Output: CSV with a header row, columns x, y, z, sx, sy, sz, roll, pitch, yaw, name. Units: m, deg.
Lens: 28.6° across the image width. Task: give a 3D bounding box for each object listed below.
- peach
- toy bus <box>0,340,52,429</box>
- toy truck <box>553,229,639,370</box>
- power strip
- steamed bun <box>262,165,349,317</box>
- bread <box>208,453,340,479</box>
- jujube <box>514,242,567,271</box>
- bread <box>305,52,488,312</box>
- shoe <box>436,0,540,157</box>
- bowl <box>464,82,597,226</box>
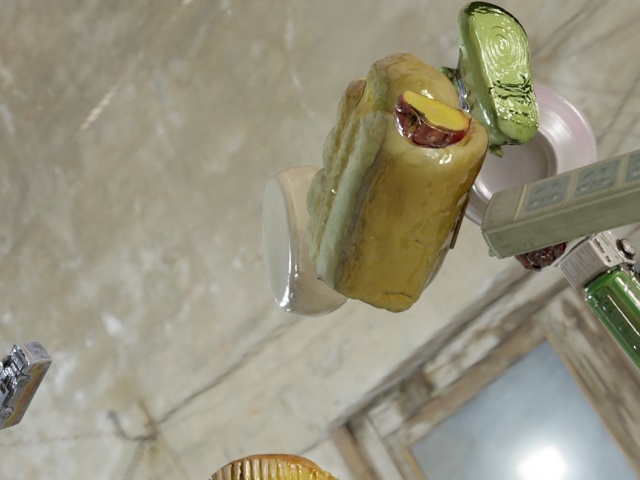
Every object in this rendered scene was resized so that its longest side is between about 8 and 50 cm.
x,y,z,sx,sy,sz,roll,pitch,yaw,name
0.115,-0.124,1.331,0.083,0.077,0.050,-15,-40,-48,peach
-0.555,0.266,2.302,0.075,0.064,0.190,-6,-43,-49,toy bus
0.487,0.099,2.020,0.101,0.242,0.125,-44,-15,34,toy truck
0.294,-0.045,1.363,0.272,0.052,0.078,-18,31,35,power strip
0.000,0.000,2.326,0.177,0.283,0.283,-3,-32,-15,steamed bun
-0.057,0.403,1.860,0.179,0.133,0.250,-32,-41,29,bread
0.375,-0.026,2.078,0.104,0.104,0.166,-6,-46,-43,jujube
0.117,-0.093,1.807,0.210,0.300,0.341,13,-77,-16,bread
0.268,-0.266,2.052,0.128,0.262,0.140,-29,-24,37,shoe
0.352,-0.141,2.266,0.287,0.287,0.144,-39,0,16,bowl
